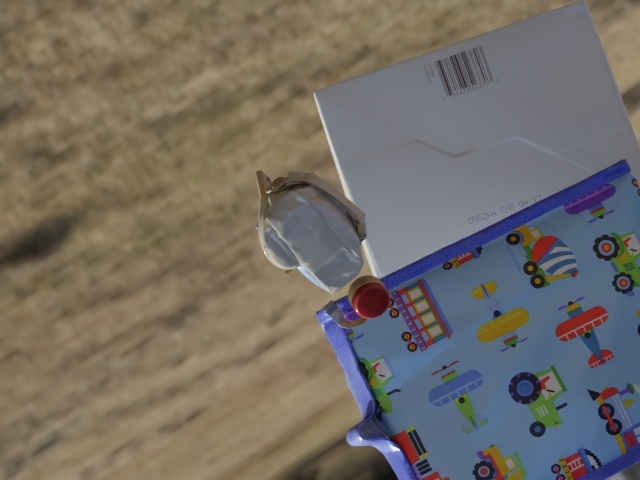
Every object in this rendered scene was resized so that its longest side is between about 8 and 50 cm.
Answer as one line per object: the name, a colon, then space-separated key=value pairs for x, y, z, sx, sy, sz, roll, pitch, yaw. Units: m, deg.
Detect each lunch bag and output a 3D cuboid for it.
lunch bag: x=0.154 y=0.102 z=1.544 sx=0.293 sy=0.221 sz=0.138 roll=-24 pitch=173 yaw=-20

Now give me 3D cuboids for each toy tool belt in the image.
toy tool belt: x=0.000 y=0.000 z=0.955 sx=0.052 sy=0.083 sz=0.051 roll=-42 pitch=-152 yaw=6

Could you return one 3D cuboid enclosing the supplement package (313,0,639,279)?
supplement package: x=0.150 y=-0.074 z=1.788 sx=0.262 sy=0.204 sz=0.145 roll=-19 pitch=171 yaw=0
